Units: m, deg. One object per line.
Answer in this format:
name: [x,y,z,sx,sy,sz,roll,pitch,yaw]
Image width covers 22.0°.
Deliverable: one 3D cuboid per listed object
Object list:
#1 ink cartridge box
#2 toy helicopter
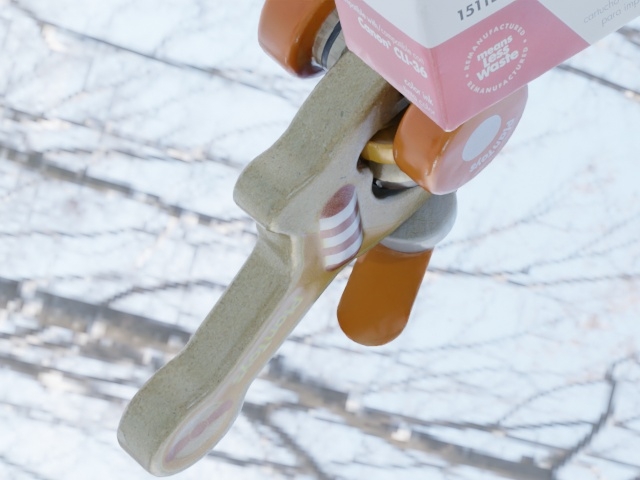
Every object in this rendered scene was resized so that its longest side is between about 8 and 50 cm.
ink cartridge box: [0.052,-0.145,0.508,0.115,0.198,0.067,-32,-133,-13]
toy helicopter: [0.000,0.000,1.009,0.140,0.235,0.355,41,-78,21]
